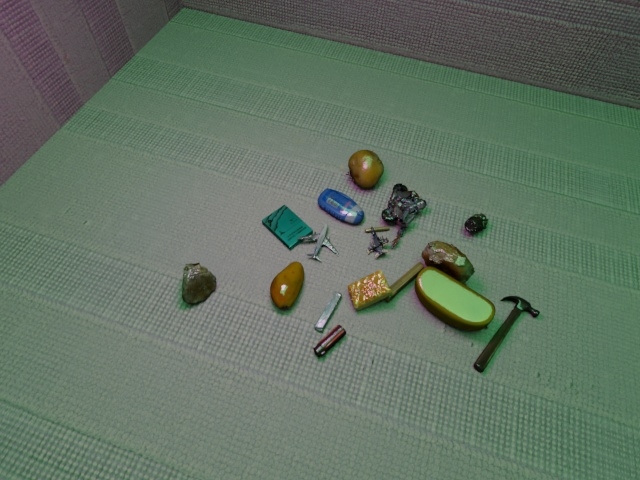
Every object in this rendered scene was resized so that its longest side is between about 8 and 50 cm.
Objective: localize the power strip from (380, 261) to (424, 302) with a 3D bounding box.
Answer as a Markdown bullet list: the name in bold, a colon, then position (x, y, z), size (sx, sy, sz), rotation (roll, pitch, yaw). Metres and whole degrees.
- **power strip**: position (0.396, 0.202, 1.975), size (0.305, 0.064, 0.044), rotation (-35, 61, -23)

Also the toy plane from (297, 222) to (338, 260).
- **toy plane**: position (-0.001, 0.003, 2.088), size (0.226, 0.058, 0.226), rotation (22, 51, -3)

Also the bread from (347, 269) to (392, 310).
- **bread**: position (0.227, 0.229, 1.908), size (0.188, 0.068, 0.125), rotation (-27, 58, 10)

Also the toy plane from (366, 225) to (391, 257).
- **toy plane**: position (0.284, -0.002, 2.096), size (0.135, 0.062, 0.188), rotation (-27, 65, 18)

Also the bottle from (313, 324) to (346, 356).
- **bottle**: position (0.039, 0.443, 1.803), size (0.164, 0.060, 0.060), rotation (-38, 66, -23)

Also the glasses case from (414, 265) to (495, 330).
- **glasses case**: position (0.596, 0.281, 1.881), size (0.371, 0.141, 0.173), rotation (33, 71, 20)

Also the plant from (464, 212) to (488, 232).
- **plant**: position (0.820, -0.088, 2.167), size (0.143, 0.092, 0.094), rotation (-24, 96, -40)

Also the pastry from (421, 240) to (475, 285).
- **pastry**: position (0.596, 0.113, 1.952), size (0.257, 0.236, 0.121), rotation (29, 71, 28)

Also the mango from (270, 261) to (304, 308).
- **mango**: position (-0.154, 0.199, 1.921), size (0.138, 0.113, 0.253), rotation (17, 55, 8)

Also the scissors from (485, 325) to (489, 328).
- **scissors**: position (0.716, 0.327, 1.932), size (0.101, 0.027, 0.204), rotation (-28, 60, -16)

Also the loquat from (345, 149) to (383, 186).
- **loquat**: position (0.251, -0.396, 2.299), size (0.213, 0.213, 0.213), rotation (1, 56, -2)

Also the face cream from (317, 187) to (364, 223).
- **face cream**: position (0.118, -0.180, 2.204), size (0.264, 0.083, 0.149), rotation (34, 62, 18)

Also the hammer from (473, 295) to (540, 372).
- **hammer**: position (0.826, 0.422, 1.865), size (0.168, 0.044, 0.440), rotation (37, 62, 19)

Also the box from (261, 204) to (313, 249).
- **box**: position (-0.172, -0.072, 2.143), size (0.161, 0.042, 0.226), rotation (-37, 66, -25)

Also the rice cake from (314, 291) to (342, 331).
- **rice cake**: position (0.039, 0.326, 1.894), size (0.043, 0.034, 0.211), rotation (21, 58, 21)

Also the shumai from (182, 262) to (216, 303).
- **shumai**: position (-0.592, 0.191, 1.899), size (0.142, 0.184, 0.184), rotation (23, 55, 40)

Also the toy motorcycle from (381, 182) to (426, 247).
- **toy motorcycle**: position (0.431, -0.143, 2.167), size (0.207, 0.134, 0.401), rotation (18, 53, 16)

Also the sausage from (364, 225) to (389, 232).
- **sausage**: position (0.298, -0.058, 2.169), size (0.132, 0.024, 0.024), rotation (-6, 57, -8)
